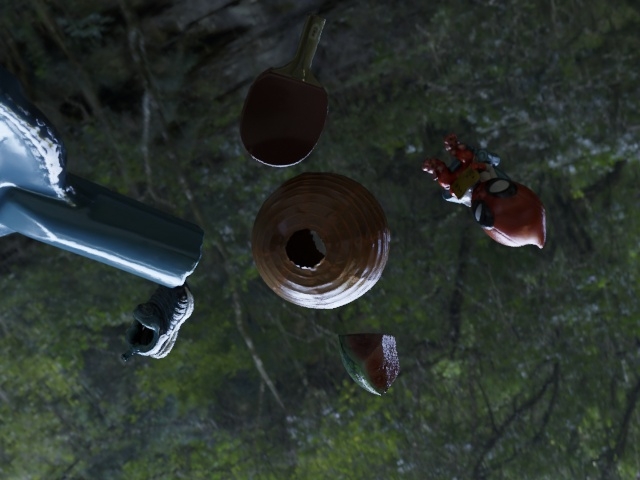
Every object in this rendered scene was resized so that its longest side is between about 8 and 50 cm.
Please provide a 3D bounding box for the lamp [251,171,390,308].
[{"bbox_3d":[0.000,0.000,0.904,0.136,0.136,0.136,-16,-141,13],"label":"lamp"}]

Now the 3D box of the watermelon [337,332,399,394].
[{"bbox_3d":[0.061,0.147,1.188,0.072,0.085,0.092,-18,-146,-13],"label":"watermelon"}]

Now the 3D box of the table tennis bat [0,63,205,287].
[{"bbox_3d":[-0.211,-0.040,0.462,0.215,0.329,0.044,-33,-133,45],"label":"table tennis bat"}]

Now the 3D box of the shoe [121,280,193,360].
[{"bbox_3d":[-0.218,0.099,1.238,0.071,0.143,0.064,-8,-133,-50],"label":"shoe"}]

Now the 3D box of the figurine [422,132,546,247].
[{"bbox_3d":[0.171,-0.043,0.934,0.068,0.075,0.140,-51,-125,17],"label":"figurine"}]

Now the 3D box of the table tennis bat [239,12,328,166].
[{"bbox_3d":[-0.029,-0.150,0.932,0.013,0.086,0.157,-129,-124,-65],"label":"table tennis bat"}]
